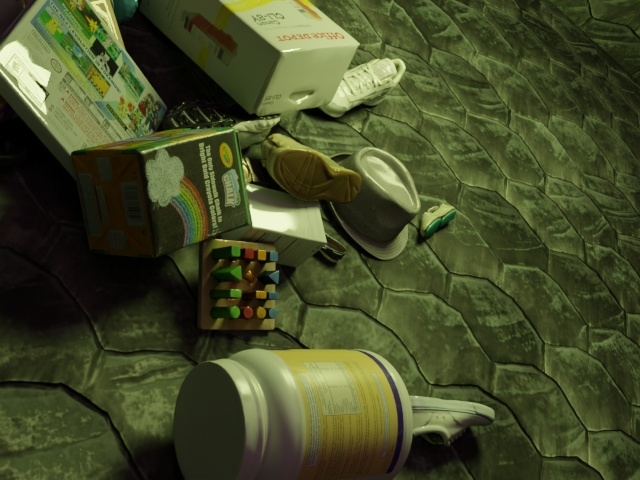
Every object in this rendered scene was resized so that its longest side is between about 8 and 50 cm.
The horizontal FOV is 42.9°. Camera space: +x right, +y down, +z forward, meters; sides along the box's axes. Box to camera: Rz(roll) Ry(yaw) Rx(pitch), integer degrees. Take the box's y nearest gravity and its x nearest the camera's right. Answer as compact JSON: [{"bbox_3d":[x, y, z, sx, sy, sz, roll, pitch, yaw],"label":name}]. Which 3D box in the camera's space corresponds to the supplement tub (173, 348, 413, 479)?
[{"bbox_3d":[-0.041,0.295,1.308,0.331,0.241,0.241,7,57,-39],"label":"supplement tub"}]

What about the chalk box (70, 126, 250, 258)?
[{"bbox_3d":[-0.247,-0.095,1.408,0.289,0.179,0.180,-22,111,-50],"label":"chalk box"}]

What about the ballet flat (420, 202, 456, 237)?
[{"bbox_3d":[0.276,-0.051,2.002,0.052,0.057,0.168,33,32,22],"label":"ballet flat"}]

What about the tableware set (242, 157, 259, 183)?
[{"bbox_3d":[-0.191,-0.122,1.645,0.168,0.020,0.141,11,55,-37],"label":"tableware set"}]

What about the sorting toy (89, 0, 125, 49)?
[{"bbox_3d":[-0.443,-0.343,1.520,0.208,0.038,0.193,-34,114,-51],"label":"sorting toy"}]

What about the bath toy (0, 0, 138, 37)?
[{"bbox_3d":[-0.498,-0.472,1.540,0.151,0.129,0.348,54,42,3],"label":"bath toy"}]

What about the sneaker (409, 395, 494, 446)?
[{"bbox_3d":[0.249,0.369,1.648,0.258,0.094,0.091,13,74,-33],"label":"sneaker"}]

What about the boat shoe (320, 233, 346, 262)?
[{"bbox_3d":[0.000,0.000,1.714,0.125,0.038,0.046,38,42,-15],"label":"boat shoe"}]

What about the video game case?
[{"bbox_3d":[-0.415,-0.263,1.431,0.329,0.036,0.300,56,33,-36],"label":"video game case"}]

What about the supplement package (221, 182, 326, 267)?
[{"bbox_3d":[-0.095,-0.027,1.596,0.179,0.105,0.105,13,53,-36],"label":"supplement package"}]

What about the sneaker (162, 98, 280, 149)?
[{"bbox_3d":[-0.199,-0.221,1.643,0.271,0.108,0.100,-12,51,-44],"label":"sneaker"}]

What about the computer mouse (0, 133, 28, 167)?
[{"bbox_3d":[-0.591,-0.149,1.295,0.242,0.041,0.071,7,40,-31],"label":"computer mouse"}]

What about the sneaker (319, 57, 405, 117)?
[{"bbox_3d":[0.092,-0.394,2.000,0.305,0.152,0.114,-27,83,-47],"label":"sneaker"}]

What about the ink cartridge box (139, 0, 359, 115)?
[{"bbox_3d":[-0.149,-0.455,1.740,0.384,0.160,0.279,44,37,19],"label":"ink cartridge box"}]

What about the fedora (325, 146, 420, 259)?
[{"bbox_3d":[0.134,-0.105,1.846,0.275,0.124,0.243,53,41,2],"label":"fedora"}]

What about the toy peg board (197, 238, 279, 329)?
[{"bbox_3d":[-0.131,0.080,1.463,0.160,0.079,0.161,6,82,-39],"label":"toy peg board"}]

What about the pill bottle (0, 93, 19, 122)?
[{"bbox_3d":[-0.531,-0.255,1.356,0.108,0.108,0.193,49,29,-3],"label":"pill bottle"}]

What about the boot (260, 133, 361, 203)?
[{"bbox_3d":[-0.062,-0.159,1.652,0.203,0.095,0.262,31,14,36],"label":"boot"}]
